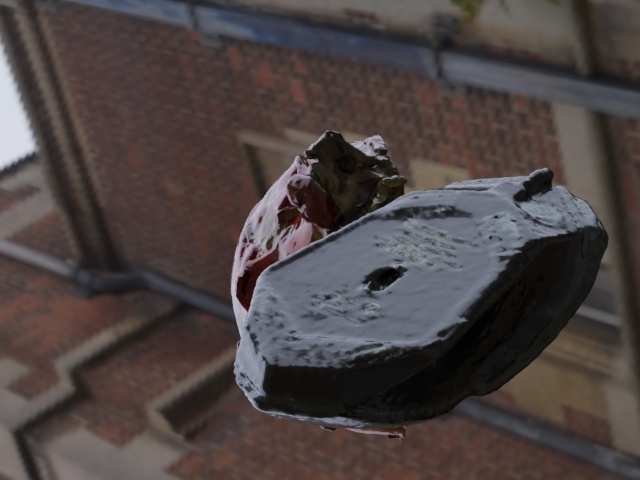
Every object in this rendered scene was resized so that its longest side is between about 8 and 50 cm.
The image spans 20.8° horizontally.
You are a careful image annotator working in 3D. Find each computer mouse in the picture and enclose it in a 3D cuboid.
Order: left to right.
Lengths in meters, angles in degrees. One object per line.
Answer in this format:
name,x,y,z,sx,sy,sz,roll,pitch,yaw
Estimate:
computer mouse,0.045,0.032,0.763,0.192,0.106,0.062,-32,-53,-32

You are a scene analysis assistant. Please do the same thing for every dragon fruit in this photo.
dragon fruit,0.000,0.000,1.365,0.134,0.262,0.211,0,-37,-11
